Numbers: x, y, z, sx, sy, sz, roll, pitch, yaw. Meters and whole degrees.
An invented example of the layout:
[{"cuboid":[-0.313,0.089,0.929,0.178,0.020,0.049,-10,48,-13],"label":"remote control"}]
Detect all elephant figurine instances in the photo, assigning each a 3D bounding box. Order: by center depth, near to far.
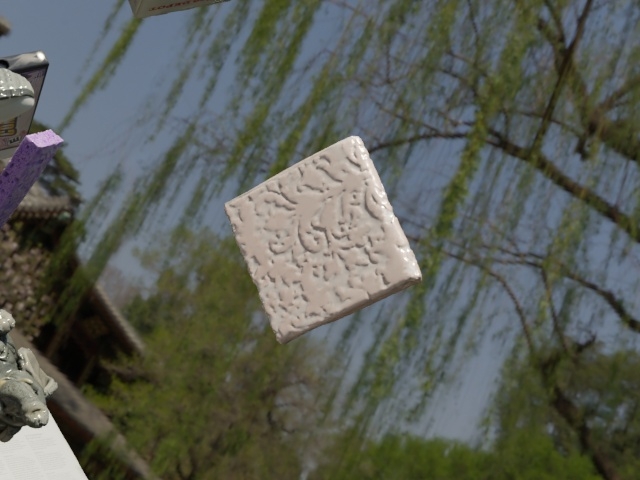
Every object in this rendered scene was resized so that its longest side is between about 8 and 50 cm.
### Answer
[{"cuboid":[-0.504,0.242,1.518,0.239,0.169,0.186,41,19,13],"label":"elephant figurine"}]

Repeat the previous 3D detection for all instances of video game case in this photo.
[{"cuboid":[-0.580,-0.191,1.523,0.035,0.248,0.275,60,-35,14],"label":"video game case"}]

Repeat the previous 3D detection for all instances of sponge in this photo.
[{"cuboid":[-0.481,-0.076,1.467,0.031,0.210,0.117,37,11,-6],"label":"sponge"}]

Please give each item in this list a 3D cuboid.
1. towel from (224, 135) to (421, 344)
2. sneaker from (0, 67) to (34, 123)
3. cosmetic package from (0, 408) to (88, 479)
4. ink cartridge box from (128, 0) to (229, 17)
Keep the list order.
[{"cuboid":[0.000,0.000,1.867,0.317,0.332,0.053,-27,-21,11],"label":"towel"},{"cuboid":[-0.537,-0.154,1.315,0.297,0.111,0.129,-18,-47,-5],"label":"sneaker"},{"cuboid":[-0.657,0.470,1.899,0.284,0.097,0.377,54,22,23],"label":"cosmetic package"},{"cuboid":[-0.149,-0.357,1.133,0.208,0.153,0.087,-30,-101,65],"label":"ink cartridge box"}]
